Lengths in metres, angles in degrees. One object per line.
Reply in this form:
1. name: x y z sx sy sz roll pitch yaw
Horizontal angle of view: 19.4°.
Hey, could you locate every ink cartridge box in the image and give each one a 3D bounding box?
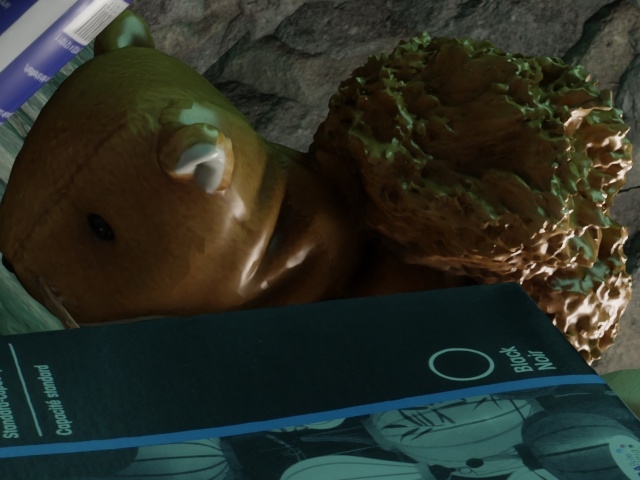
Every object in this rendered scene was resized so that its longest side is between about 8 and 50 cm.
1. ink cartridge box: -0.056 0.090 0.619 0.165 0.333 0.065 -126 -147 -57

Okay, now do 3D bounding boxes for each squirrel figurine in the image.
1. squirrel figurine: 0.000 0.000 1.179 0.370 0.397 0.281 54 5 -32

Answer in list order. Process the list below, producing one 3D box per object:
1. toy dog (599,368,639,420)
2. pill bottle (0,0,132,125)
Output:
1. toy dog: 0.044 0.192 0.792 0.161 0.333 0.220 27 10 18
2. pill bottle: -0.217 -0.106 0.918 0.153 0.265 0.153 47 3 -4
